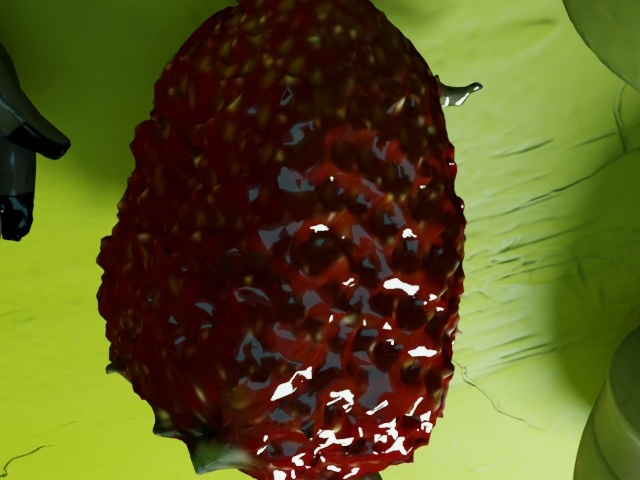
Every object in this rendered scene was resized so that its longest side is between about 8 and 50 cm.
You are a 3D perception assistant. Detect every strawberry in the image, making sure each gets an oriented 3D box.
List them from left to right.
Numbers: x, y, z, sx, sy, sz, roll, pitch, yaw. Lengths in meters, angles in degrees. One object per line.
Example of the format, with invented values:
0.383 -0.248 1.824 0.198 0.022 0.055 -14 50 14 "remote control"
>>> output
0.001 0.000 0.746 0.292 0.292 0.343 20 112 -19 "strawberry"

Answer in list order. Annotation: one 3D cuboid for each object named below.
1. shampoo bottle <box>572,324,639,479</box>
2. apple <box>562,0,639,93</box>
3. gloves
0.361 0.216 0.923 0.273 0.273 0.266 -5 121 1 "shampoo bottle"
0.308 -0.235 0.435 0.474 0.473 0.473 -2 131 -2 "apple"
-0.266 -0.117 0.707 0.142 0.119 0.285 -9 117 19 "gloves"
